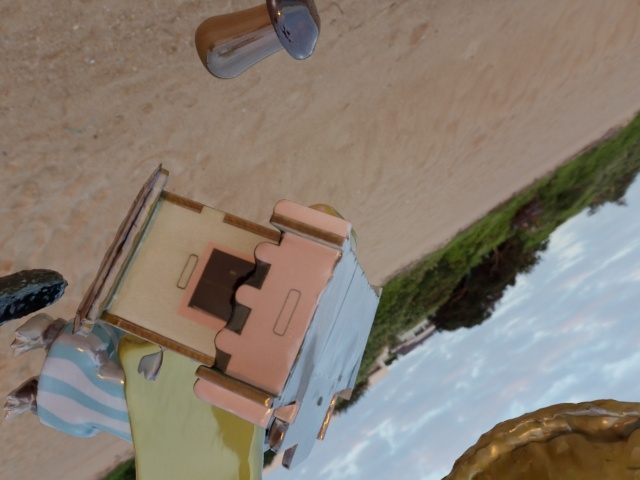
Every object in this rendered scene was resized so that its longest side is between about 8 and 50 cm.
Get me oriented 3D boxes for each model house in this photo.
[{"bbox_3d":[-0.090,0.056,0.479,0.326,0.244,0.169,52,61,-75],"label":"model house"}]

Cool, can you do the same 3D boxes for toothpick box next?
[{"bbox_3d":[-0.146,-0.503,1.377,0.294,0.192,0.192,-14,-179,21],"label":"toothpick box"}]

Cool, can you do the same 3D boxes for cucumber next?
[{"bbox_3d":[-0.400,0.080,0.669,0.067,0.067,0.245,-38,178,35],"label":"cucumber"}]

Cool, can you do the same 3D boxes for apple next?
[{"bbox_3d":[0.000,0.000,1.138,0.146,0.147,0.146,-33,173,-4],"label":"apple"}]

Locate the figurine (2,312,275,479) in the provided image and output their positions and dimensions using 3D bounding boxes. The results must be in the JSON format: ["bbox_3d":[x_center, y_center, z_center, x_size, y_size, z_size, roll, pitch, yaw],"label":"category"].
[{"bbox_3d":[-0.208,0.174,0.897,0.378,0.361,0.267,-73,180,-75],"label":"figurine"}]

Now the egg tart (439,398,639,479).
[{"bbox_3d":[0.276,0.332,0.505,0.387,0.388,0.169,-36,176,18],"label":"egg tart"}]
